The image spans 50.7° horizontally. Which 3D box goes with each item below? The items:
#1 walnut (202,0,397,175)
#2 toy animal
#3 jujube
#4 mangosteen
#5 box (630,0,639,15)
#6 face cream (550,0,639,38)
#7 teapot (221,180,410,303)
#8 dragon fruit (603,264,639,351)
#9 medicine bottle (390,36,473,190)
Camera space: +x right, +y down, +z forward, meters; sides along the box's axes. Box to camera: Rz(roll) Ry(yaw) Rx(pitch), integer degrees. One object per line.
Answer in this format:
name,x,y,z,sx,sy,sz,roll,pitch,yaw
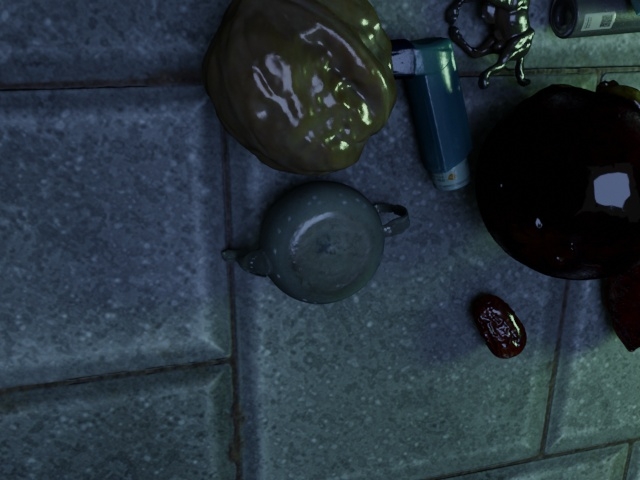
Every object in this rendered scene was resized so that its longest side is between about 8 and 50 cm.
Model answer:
walnut,-0.023,-0.221,0.892,0.273,0.227,0.273,-8,114,-18
toy animal,0.274,-0.335,1.019,0.148,0.084,0.233,-21,111,-10
jujube,0.324,0.154,1.230,0.077,0.077,0.129,-33,105,-2
mangosteen,0.405,-0.109,1.049,0.307,0.307,0.347,51,59,-26
box,0.511,-0.447,0.940,0.041,0.229,0.162,-13,79,-26
face cream,0.509,-0.370,1.081,0.283,0.073,0.073,-8,112,-14
teapot,0.000,0.000,1.043,0.294,0.129,0.193,-19,114,-12
dragon fruit,0.641,0.044,1.249,0.205,0.152,0.317,-34,156,-24
medicine bottle,0.164,-0.197,1.040,0.124,0.079,0.258,-26,116,-10
